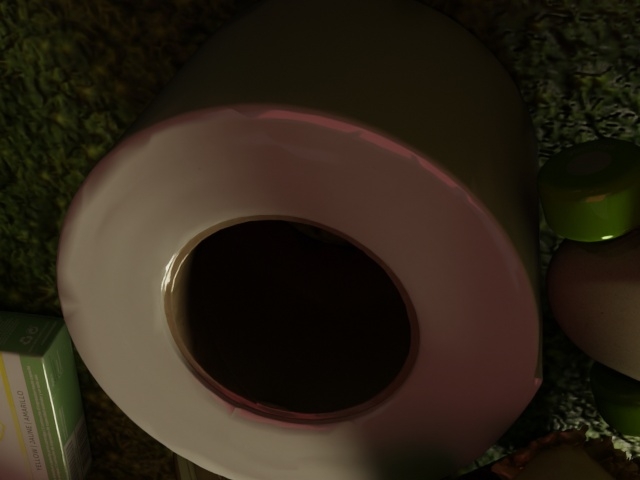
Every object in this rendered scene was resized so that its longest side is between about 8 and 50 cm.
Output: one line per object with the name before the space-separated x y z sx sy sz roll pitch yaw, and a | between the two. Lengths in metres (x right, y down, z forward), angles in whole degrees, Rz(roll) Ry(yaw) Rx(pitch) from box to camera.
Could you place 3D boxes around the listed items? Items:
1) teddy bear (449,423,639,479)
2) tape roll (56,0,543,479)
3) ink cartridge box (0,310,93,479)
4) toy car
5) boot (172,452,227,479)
teddy bear | 0.113 0.182 0.501 0.245 0.113 0.338 -20 161 -5
tape roll | 0.000 0.000 0.493 0.246 0.169 0.246 6 124 9
ink cartridge box | -0.318 0.128 0.730 0.235 0.056 0.171 6 125 8
toy car | 0.219 -0.006 0.437 0.149 0.188 0.155 14 135 47
boot | 0.011 0.243 0.688 0.203 0.262 0.095 -24 149 -15
